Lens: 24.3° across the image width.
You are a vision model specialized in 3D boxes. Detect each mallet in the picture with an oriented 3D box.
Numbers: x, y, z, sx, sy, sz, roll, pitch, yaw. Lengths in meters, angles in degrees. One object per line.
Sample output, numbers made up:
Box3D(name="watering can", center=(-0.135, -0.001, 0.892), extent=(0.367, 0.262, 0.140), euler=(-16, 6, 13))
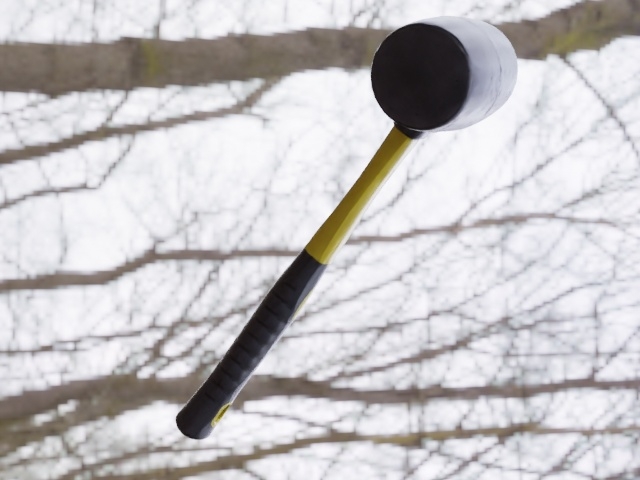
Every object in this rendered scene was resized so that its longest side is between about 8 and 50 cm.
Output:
Box3D(name="mallet", center=(0.000, 0.000, 0.525), extent=(0.039, 0.062, 0.190), euler=(40, -77, 13))
